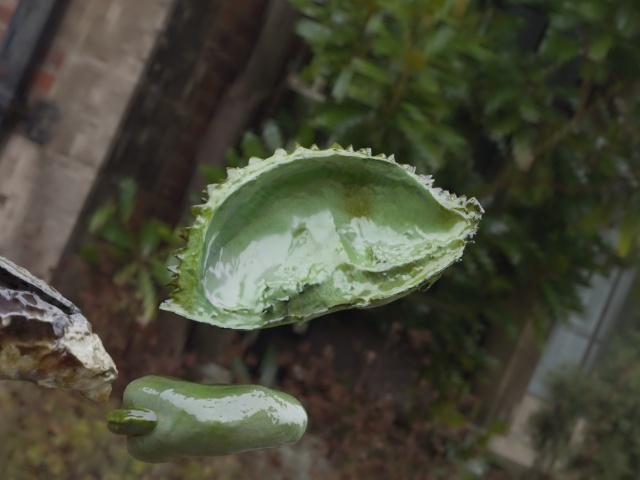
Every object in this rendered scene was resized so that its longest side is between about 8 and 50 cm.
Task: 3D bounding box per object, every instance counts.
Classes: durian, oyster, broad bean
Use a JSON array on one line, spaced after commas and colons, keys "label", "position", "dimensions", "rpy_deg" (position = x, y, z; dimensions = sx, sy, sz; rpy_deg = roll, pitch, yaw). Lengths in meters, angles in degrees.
[{"label": "durian", "position": [-0.001, -0.010, 2.031], "dimensions": [0.394, 0.163, 0.198], "rpy_deg": [-8, 33, 1]}, {"label": "oyster", "position": [-0.368, 0.098, 1.772], "dimensions": [0.271, 0.100, 0.275], "rpy_deg": [-9, -44, 10]}, {"label": "broad bean", "position": [-0.129, 0.199, 1.933], "dimensions": [0.228, 0.100, 0.169], "rpy_deg": [-6, 2, 2]}]
